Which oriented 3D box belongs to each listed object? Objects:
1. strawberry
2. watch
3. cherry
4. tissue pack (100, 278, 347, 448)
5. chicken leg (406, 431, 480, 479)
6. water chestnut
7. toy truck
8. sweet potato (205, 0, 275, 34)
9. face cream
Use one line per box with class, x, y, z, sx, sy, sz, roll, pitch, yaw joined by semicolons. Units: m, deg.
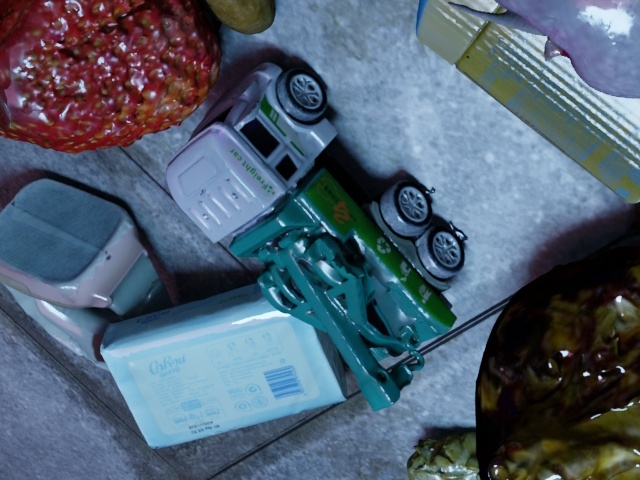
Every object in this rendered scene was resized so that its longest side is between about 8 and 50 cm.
strawberry;-0.235;-0.195;1.117;0.239;0.288;0.250;-12;123;37
watch;-0.316;0.063;1.523;0.253;0.161;0.241;23;148;20
cherry;0.230;-0.218;0.848;0.213;0.183;0.266;40;124;-1
tissue pack;-0.117;0.150;1.414;0.263;0.089;0.177;-16;118;12
chicken leg;0.210;0.296;1.385;0.228;0.088;0.103;17;121;27
water chestnut;0.272;0.163;1.044;0.335;0.347;0.335;-5;84;50
toy truck;0.002;-0.006;1.204;0.363;0.178;0.177;50;137;-9
sweet potato;-0.079;-0.335;1.035;0.114;0.092;0.341;-1;135;-13
face cream;0.208;-0.159;1.003;0.285;0.067;0.139;38;137;0
